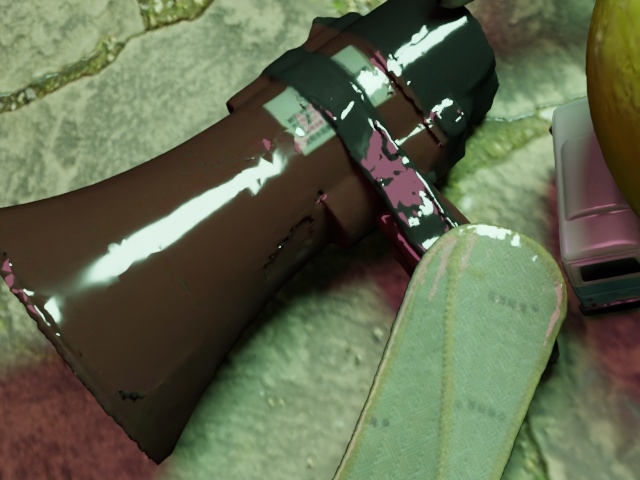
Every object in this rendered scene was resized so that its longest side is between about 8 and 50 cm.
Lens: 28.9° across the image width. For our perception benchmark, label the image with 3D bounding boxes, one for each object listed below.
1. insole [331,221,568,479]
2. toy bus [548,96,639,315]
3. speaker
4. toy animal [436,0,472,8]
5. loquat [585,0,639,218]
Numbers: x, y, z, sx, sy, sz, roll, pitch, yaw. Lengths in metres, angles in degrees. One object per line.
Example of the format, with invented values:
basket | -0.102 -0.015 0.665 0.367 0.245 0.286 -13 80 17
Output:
insole | 0.048 0.155 0.652 0.119 0.009 0.349 19 80 5
toy bus | 0.165 -0.028 0.709 0.060 0.075 0.123 -12 58 23
speaker | -0.017 -0.009 0.740 0.329 0.198 0.259 -34 38 -3
toy animal | 0.165 -0.266 0.679 0.302 0.284 0.225 -22 49 -24
loquat | 0.243 -0.083 0.594 0.243 0.244 0.244 -14 57 22
